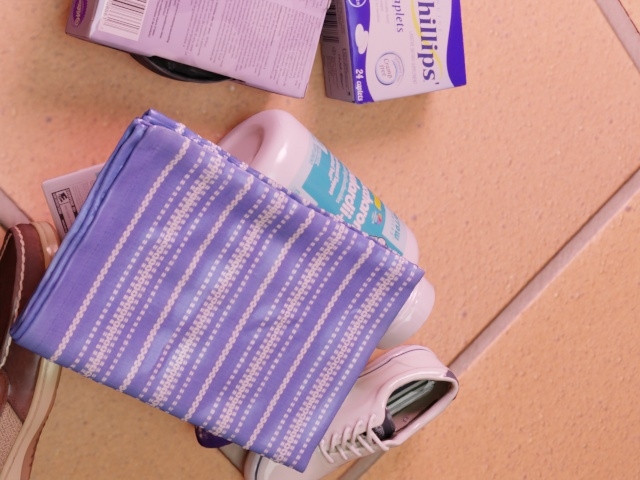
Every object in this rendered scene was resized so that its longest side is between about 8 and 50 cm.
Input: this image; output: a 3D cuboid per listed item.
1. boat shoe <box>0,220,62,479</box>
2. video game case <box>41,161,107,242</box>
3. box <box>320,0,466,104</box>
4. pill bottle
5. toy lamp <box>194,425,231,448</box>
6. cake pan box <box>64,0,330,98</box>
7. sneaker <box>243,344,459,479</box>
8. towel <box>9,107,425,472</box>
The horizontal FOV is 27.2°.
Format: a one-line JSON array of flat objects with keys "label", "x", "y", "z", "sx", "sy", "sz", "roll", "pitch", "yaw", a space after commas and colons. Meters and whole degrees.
[{"label": "boat shoe", "x": -0.326, "y": 0.143, "z": 1.232, "sx": 0.123, "sy": 0.123, "sz": 0.341, "roll": 11, "pitch": 102, "yaw": -28}, {"label": "video game case", "x": -0.169, "y": -0.001, "z": 1.242, "sx": 0.143, "sy": 0.019, "sz": 0.157, "roll": -16, "pitch": 101, "yaw": 4}, {"label": "box", "x": 0.074, "y": -0.216, "z": 1.376, "sx": 0.137, "sy": 0.072, "sz": 0.126, "roll": -13, "pitch": 107, "yaw": -24}, {"label": "pill bottle", "x": 0.000, "y": 0.000, "z": 1.343, "sx": 0.264, "sy": 0.146, "sz": 0.146, "roll": 42, "pitch": 81, "yaw": -27}, {"label": "toy lamp", "x": -0.152, "y": 0.081, "z": 1.326, "sx": 0.080, "sy": 0.080, "sz": 0.274, "roll": -32, "pitch": 115, "yaw": -17}, {"label": "cake pan box", "x": -0.097, "y": -0.281, "z": 1.266, "sx": 0.246, "sy": 0.070, "sz": 0.266, "roll": 10, "pitch": 96, "yaw": -33}, {"label": "sneaker", "x": 0.035, "y": 0.198, "z": 1.431, "sx": 0.258, "sy": 0.091, "sz": 0.094, "roll": -35, "pitch": 113, "yaw": -16}, {"label": "towel", "x": -0.086, "y": 0.056, "z": 1.220, "sx": 0.336, "sy": 0.040, "sz": 0.243, "roll": 29, "pitch": 94, "yaw": -27}]
